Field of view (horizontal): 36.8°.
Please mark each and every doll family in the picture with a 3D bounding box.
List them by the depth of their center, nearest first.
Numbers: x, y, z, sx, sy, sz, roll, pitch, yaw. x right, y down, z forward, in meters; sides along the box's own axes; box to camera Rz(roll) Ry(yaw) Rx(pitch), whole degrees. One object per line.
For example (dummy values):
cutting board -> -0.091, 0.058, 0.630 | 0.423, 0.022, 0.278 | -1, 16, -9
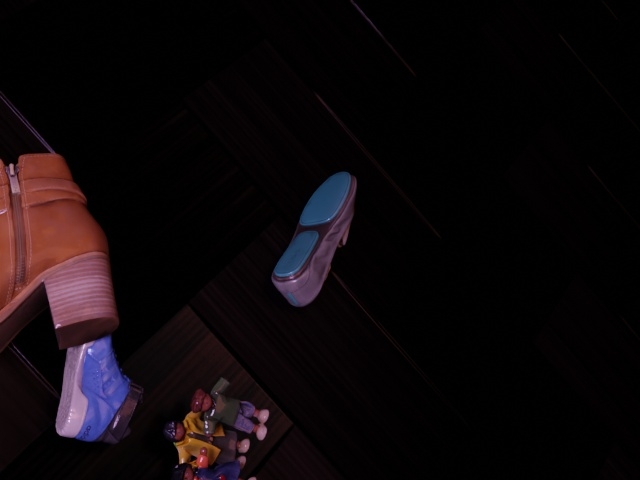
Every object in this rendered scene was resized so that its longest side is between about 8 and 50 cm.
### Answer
doll family -> -0.133, 0.247, 1.044 | 0.111, 0.076, 0.193 | 25, 58, -28

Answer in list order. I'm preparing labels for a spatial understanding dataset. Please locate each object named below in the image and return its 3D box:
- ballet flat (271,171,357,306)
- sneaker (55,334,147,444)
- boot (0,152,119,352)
ballet flat -> 0.000, 0.000, 1.274 | 0.068, 0.072, 0.213 | 59, 44, -33
sneaker -> -0.228, 0.145, 1.038 | 0.084, 0.058, 0.152 | 21, 54, -29
boot -> -0.361, 0.017, 0.984 | 0.283, 0.109, 0.220 | -14, 64, -20
